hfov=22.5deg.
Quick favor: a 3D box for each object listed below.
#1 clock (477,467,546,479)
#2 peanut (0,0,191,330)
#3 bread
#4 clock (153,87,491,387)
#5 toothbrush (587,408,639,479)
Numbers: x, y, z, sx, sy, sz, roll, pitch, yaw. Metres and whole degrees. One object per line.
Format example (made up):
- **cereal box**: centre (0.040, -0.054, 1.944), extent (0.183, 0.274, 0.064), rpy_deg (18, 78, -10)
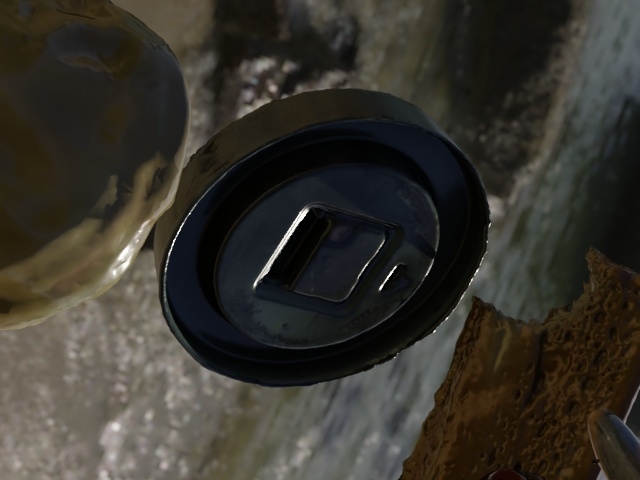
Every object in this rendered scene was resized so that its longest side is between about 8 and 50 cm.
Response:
- **clock**: centre (0.109, 0.308, 1.057), extent (0.318, 0.080, 0.318), rpy_deg (-170, -90, -82)
- **peanut**: centre (-0.192, -0.058, 0.552), extent (0.152, 0.313, 0.152), rpy_deg (17, 90, -80)
- **bread**: centre (0.182, 0.181, 1.506), extent (0.109, 0.185, 0.380), rpy_deg (9, 104, -85)
- **clock**: centre (0.000, 0.001, 1.452), extent (0.061, 0.313, 0.312), rpy_deg (-116, -160, -47)
- **toothbrush**: centre (0.176, 0.198, 0.563), extent (0.031, 0.321, 0.023), rpy_deg (-40, 156, 24)
